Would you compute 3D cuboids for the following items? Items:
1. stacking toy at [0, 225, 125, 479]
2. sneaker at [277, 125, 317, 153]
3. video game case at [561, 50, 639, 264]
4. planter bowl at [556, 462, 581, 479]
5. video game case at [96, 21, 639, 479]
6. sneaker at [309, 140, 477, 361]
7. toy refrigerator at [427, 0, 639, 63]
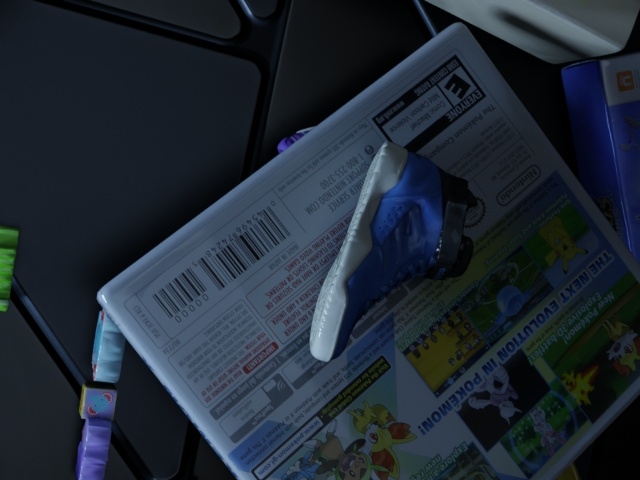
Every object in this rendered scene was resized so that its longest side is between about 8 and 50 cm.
[{"bbox_3d":[-0.154,0.108,0.653,0.167,0.052,0.221,6,89,-19],"label":"stacking toy"},{"bbox_3d":[0.000,0.000,0.704,0.071,0.068,0.170,-7,85,-4],"label":"sneaker"},{"bbox_3d":[0.347,-0.040,0.809,0.244,0.061,0.270,-13,96,-17],"label":"video game case"},{"bbox_3d":[0.087,0.216,0.712,0.217,0.090,0.217,1,86,-17],"label":"planter bowl"},{"bbox_3d":[0.067,0.055,0.655,0.329,0.036,0.300,-39,95,-18],"label":"video game case"},{"bbox_3d":[0.053,0.017,0.605,0.084,0.058,0.152,23,70,-4],"label":"sneaker"},{"bbox_3d":[0.107,-0.233,0.698,0.269,0.102,0.094,22,88,-17],"label":"toy refrigerator"}]
